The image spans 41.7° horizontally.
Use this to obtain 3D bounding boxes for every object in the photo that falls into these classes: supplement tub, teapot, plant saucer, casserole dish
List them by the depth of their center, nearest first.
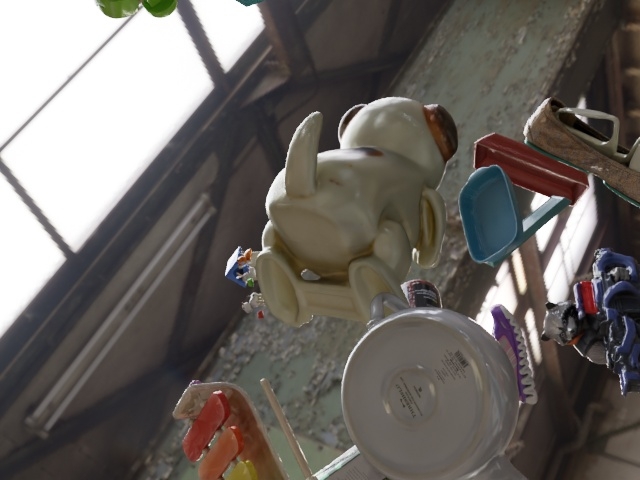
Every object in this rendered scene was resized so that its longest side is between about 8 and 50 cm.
[{"bbox_3d":[0.162,0.208,1.143,0.253,0.256,0.187,5,-5,33],"label":"teapot"},{"bbox_3d":[0.300,-0.043,1.462,0.037,0.188,0.114,17,-40,-33],"label":"casserole dish"},{"bbox_3d":[0.386,-0.021,1.586,0.018,0.192,0.067,51,-2,-11],"label":"plant saucer"},{"bbox_3d":[0.211,0.178,1.788,0.106,0.198,0.106,1,-57,2],"label":"supplement tub"},{"bbox_3d":[0.475,-0.164,1.899,0.259,0.047,0.258,24,-3,12],"label":"plant saucer"}]

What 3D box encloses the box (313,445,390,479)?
[{"bbox_3d":[0.137,0.576,1.943,0.232,0.322,0.058,50,10,-11],"label":"box"}]

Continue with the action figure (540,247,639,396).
[{"bbox_3d":[0.523,0.181,1.374,0.330,0.341,0.178,15,-52,10],"label":"action figure"}]

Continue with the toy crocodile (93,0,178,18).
[{"bbox_3d":[-0.253,-0.505,1.501,0.105,0.340,0.115,53,-2,8],"label":"toy crocodile"}]

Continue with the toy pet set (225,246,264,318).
[{"bbox_3d":[-0.138,0.061,1.455,0.065,0.114,0.122,-6,-53,8],"label":"toy pet set"}]

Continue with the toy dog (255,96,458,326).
[{"bbox_3d":[0.070,-0.087,1.443,0.285,0.408,0.395,-5,-57,39],"label":"toy dog"}]

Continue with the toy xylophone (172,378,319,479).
[{"bbox_3d":[-0.102,0.335,1.214,0.322,0.081,0.236,55,-39,28],"label":"toy xylophone"}]

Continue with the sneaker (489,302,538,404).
[{"bbox_3d":[0.389,0.253,1.800,0.105,0.095,0.236,-15,-78,4],"label":"sneaker"}]

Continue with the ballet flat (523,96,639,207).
[{"bbox_3d":[0.483,-0.141,1.377,0.316,0.107,0.106,32,-58,20],"label":"ballet flat"}]

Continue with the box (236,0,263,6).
[{"bbox_3d":[-0.111,-0.543,1.690,0.060,0.100,0.244,24,-5,-27],"label":"box"}]
